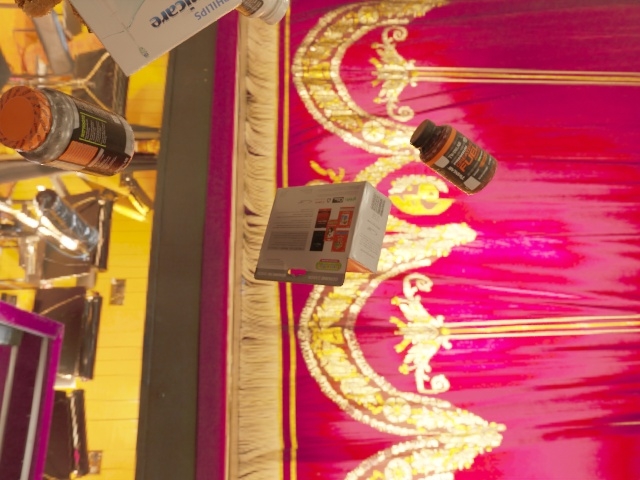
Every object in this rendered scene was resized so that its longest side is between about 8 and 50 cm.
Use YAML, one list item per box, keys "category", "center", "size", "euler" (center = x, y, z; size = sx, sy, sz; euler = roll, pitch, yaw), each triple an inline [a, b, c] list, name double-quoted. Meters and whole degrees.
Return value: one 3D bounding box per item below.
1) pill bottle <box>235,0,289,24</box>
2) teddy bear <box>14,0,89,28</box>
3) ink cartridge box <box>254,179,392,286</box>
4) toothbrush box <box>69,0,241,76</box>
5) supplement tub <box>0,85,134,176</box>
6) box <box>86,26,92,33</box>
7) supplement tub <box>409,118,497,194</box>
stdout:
- category: "pill bottle"
  center: [-0.263, -0.890, 1.719]
  size: [0.176, 0.318, 0.176]
  euler: [-15, -113, 39]
- category: "teddy bear"
  center: [-0.452, -0.550, 0.977]
  size: [0.113, 0.338, 0.245]
  euler: [48, -18, 16]
- category: "ink cartridge box"
  center: [0.000, 0.000, 1.296]
  size: [0.130, 0.309, 0.272]
  euler: [31, 68, -46]
- category: "toothbrush box"
  center: [-0.280, -0.432, 0.722]
  size: [0.295, 0.216, 0.126]
  euler: [56, 11, -27]
- category: "supplement tub"
  center: [-0.665, -0.283, 1.310]
  size: [0.316, 0.193, 0.193]
  euler: [10, 79, -73]
- category: "box"
  center: [-0.822, -0.920, 1.880]
  size: [0.261, 0.184, 0.103]
  euler: [128, -52, -69]
- category: "supplement tub"
  center: [0.304, -0.198, 1.152]
  size: [0.106, 0.198, 0.106]
  euler: [-54, -168, 18]
